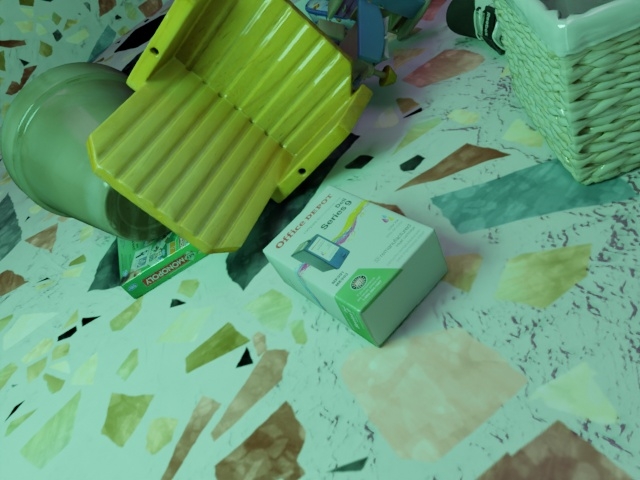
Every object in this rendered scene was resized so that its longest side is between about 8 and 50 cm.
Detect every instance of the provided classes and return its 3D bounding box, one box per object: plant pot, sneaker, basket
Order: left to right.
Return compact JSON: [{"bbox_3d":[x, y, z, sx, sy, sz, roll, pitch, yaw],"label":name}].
[{"bbox_3d":[-0.398,-0.148,1.020,0.280,0.323,0.323,34,70,32],"label":"plant pot"},{"bbox_3d":[0.367,-0.429,1.012,0.331,0.122,0.146,19,58,44],"label":"sneaker"},{"bbox_3d":[0.440,-0.302,0.715,0.329,0.266,0.331,-20,39,14],"label":"basket"}]

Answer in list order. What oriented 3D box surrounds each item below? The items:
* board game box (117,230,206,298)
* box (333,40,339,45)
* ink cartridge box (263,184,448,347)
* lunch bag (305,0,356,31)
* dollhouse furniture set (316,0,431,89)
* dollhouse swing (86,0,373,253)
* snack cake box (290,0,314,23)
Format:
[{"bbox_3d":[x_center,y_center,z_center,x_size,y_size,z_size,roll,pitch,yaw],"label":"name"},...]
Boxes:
[{"bbox_3d":[-0.325,-0.038,1.099,0.214,0.046,0.317,-31,38,-1],"label":"board game box"},{"bbox_3d":[-0.013,-0.384,1.183,0.037,0.136,0.225,8,18,-21],"label":"box"},{"bbox_3d":[0.045,0.027,0.746,0.154,0.093,0.212,-45,43,-16],"label":"ink cartridge box"},{"bbox_3d":[0.104,-0.655,1.436,0.243,0.115,0.303,-40,38,-7],"label":"lunch bag"},{"bbox_3d":[0.113,-0.414,1.199,0.286,0.198,0.303,141,135,-60],"label":"dollhouse furniture set"},{"bbox_3d":[-0.147,-0.210,0.864,0.315,0.347,0.304,-41,19,33],"label":"dollhouse swing"},{"bbox_3d":[-0.029,-0.783,1.676,0.152,0.089,0.264,-25,39,10],"label":"snack cake box"}]
